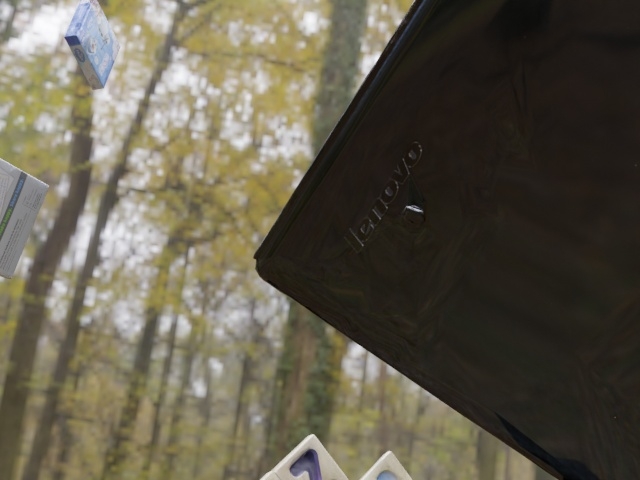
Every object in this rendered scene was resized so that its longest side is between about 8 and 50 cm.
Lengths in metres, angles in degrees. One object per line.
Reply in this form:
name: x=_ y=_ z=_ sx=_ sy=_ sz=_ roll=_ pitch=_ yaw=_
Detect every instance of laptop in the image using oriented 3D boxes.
laptop: x=0.251 y=-0.025 z=0.846 sx=0.408 sy=0.382 sz=0.236 roll=28 pitch=7 yaw=-44

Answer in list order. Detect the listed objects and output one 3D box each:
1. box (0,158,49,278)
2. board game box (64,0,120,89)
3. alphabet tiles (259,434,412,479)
box: x=-0.467 y=-0.046 z=1.855 sx=0.038 sy=0.145 sz=0.186 roll=11 pitch=-15 yaw=38
board game box: x=-0.297 y=-0.259 z=1.790 sx=0.020 sy=0.090 sz=0.090 roll=-6 pitch=-46 yaw=18
alphabet tiles: x=0.046 y=0.333 z=1.076 sx=0.342 sy=0.285 sz=0.011 roll=53 pitch=-45 yaw=-2
